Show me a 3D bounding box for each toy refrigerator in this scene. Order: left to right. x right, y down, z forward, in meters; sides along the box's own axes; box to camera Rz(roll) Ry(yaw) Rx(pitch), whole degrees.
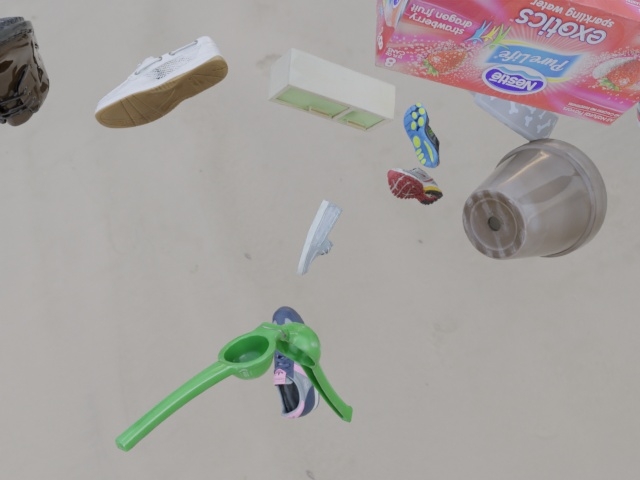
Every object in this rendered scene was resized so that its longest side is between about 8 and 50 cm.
[{"bbox_3d":[0.027,-0.323,1.398,0.102,0.269,0.094,-16,67,57],"label":"toy refrigerator"}]

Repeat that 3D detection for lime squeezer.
[{"bbox_3d":[-0.059,0.131,0.620,0.059,0.310,0.110,29,100,37],"label":"lime squeezer"}]

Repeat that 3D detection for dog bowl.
[{"bbox_3d":[0.542,-0.411,1.849,0.102,0.349,0.349,-54,52,20],"label":"dog bowl"}]

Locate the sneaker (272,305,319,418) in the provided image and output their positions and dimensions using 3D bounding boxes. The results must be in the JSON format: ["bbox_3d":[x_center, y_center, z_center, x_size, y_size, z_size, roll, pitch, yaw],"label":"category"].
[{"bbox_3d":[-0.089,0.349,1.802,0.112,0.131,0.319,-17,87,32],"label":"sneaker"}]

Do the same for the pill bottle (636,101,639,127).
[{"bbox_3d":[0.771,-0.381,1.338,0.176,0.318,0.176,-13,44,13],"label":"pill bottle"}]

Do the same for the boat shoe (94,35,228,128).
[{"bbox_3d":[-0.320,-0.314,1.246,0.277,0.098,0.096,-25,69,0],"label":"boat shoe"}]

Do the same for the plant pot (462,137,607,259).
[{"bbox_3d":[0.529,-0.078,1.652,0.280,0.323,0.323,-23,45,-36],"label":"plant pot"}]

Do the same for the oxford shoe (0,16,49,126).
[{"bbox_3d":[-0.301,-0.160,0.608,0.083,0.096,0.227,-16,15,-6],"label":"oxford shoe"}]

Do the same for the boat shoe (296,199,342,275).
[{"bbox_3d":[0.000,0.000,1.788,0.081,0.079,0.227,22,87,-2],"label":"boat shoe"}]

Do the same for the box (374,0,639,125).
[{"bbox_3d":[0.221,-0.247,0.670,0.300,0.154,0.142,11,63,-14],"label":"box"}]

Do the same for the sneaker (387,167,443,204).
[{"bbox_3d":[0.273,-0.175,1.906,0.088,0.225,0.093,-38,55,30],"label":"sneaker"}]

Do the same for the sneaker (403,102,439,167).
[{"bbox_3d":[0.271,-0.275,1.675,0.067,0.078,0.188,-21,74,22],"label":"sneaker"}]
